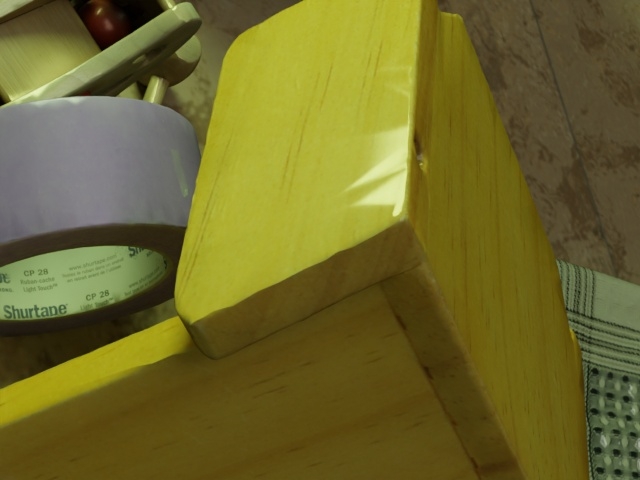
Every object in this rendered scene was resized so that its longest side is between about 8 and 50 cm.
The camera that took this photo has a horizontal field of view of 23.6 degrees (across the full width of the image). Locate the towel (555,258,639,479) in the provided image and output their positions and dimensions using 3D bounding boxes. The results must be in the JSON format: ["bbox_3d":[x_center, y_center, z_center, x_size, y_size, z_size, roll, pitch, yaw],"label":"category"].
[{"bbox_3d":[0.186,0.155,1.207,0.324,0.056,0.312,21,56,-32],"label":"towel"}]

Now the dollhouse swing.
[{"bbox_3d":[-0.031,0.083,0.886,0.315,0.305,0.347,-84,154,-45],"label":"dollhouse swing"}]

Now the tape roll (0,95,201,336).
[{"bbox_3d":[-0.158,-0.009,0.909,0.189,0.189,0.080,2,68,-39],"label":"tape roll"}]

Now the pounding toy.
[{"bbox_3d":[-0.149,-0.097,0.988,0.269,0.154,0.155,-33,91,-44],"label":"pounding toy"}]
